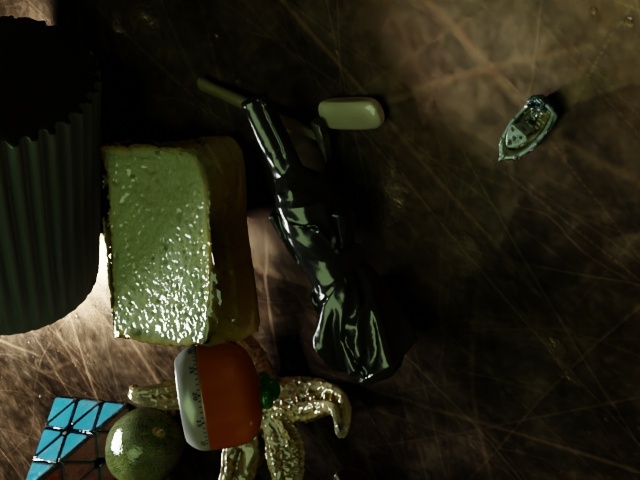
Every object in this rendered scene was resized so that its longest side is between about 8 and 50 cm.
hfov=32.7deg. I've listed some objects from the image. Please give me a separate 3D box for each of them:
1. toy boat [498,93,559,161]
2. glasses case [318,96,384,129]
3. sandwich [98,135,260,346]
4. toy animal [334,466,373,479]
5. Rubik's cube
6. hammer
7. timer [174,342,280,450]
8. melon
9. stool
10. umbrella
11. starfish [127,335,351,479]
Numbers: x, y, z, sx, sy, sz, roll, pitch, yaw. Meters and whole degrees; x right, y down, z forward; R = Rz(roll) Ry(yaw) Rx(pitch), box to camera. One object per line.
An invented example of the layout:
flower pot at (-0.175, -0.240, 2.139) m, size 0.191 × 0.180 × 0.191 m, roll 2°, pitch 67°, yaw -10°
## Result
toy boat at (0.185, -0.099, 0.993) m, size 0.038 × 0.038 × 0.083 m, roll 45°, pitch 138°, yaw 11°
glasses case at (0.031, -0.131, 1.129) m, size 0.083 × 0.021 × 0.032 m, roll 5°, pitch 125°, yaw 44°
sandwich at (-0.172, -0.002, 1.318) m, size 0.226 × 0.087 × 0.251 m, roll 0°, pitch 98°, yaw 46°
toy animal at (0.040, 0.368, 1.361) m, size 0.218 × 0.116 × 0.179 m, roll 8°, pitch 138°, yaw 8°
Rubik's cube at (-0.399, 0.340, 1.842) m, size 0.178 × 0.211 × 0.190 m, roll 46°, pitch 170°, yaw 44°
hammer at (-0.065, -0.142, 1.216) m, size 0.199 × 0.013 × 0.062 m, roll 28°, pitch 154°, yaw 33°
timer at (-0.111, 0.185, 1.319) m, size 0.099 × 0.136 × 0.136 m, roll -129°, pitch 19°, yaw -71°
melon at (-0.265, 0.312, 1.648) m, size 0.114 × 0.114 × 0.167 m, roll 51°, pitch 141°, yaw 5°
stool at (-0.422, -0.077, 1.413) m, size 0.297 × 0.297 × 0.330 m, roll 31°, pitch 138°, yaw 26°
umbrella at (0.000, 0.000, 1.182) m, size 0.118 × 0.118 × 0.340 m, roll -13°, pitch 108°, yaw 48°
starfish at (-0.086, 0.222, 1.427) m, size 0.327 × 0.094 × 0.375 m, roll -19°, pitch 102°, yaw 35°
